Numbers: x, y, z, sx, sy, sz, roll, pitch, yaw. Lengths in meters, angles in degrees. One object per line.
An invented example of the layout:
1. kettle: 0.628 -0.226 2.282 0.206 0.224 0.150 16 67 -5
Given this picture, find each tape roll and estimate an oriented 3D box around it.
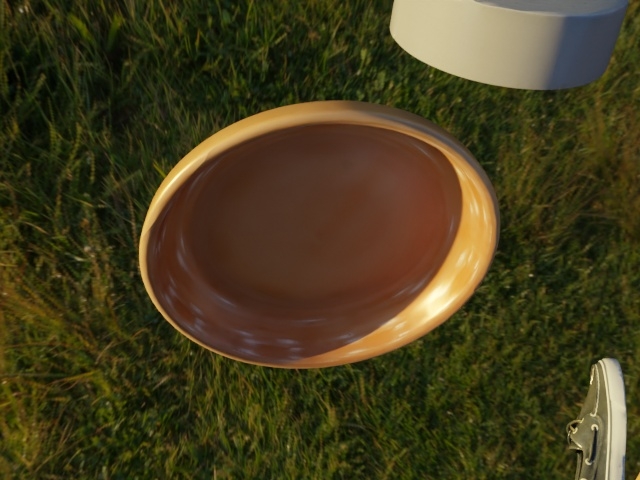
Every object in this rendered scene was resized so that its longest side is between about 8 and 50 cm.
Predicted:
1. tape roll: 0.182 -0.228 0.765 0.219 0.219 0.072 2 127 -8

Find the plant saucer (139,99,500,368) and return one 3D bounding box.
1. plant saucer: 0.000 0.000 0.443 0.200 0.200 0.037 -1 44 -8

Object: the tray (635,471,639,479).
1. tray: 0.436 0.311 0.601 0.076 0.411 0.202 29 90 -49

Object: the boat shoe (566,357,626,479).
1. boat shoe: 0.212 0.160 0.606 0.040 0.049 0.142 5 69 11
